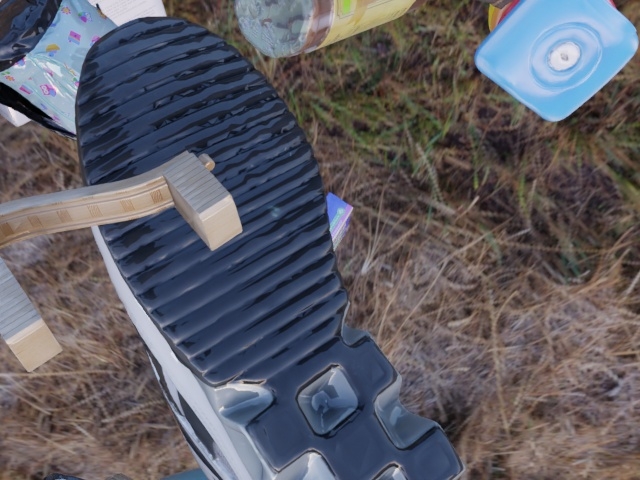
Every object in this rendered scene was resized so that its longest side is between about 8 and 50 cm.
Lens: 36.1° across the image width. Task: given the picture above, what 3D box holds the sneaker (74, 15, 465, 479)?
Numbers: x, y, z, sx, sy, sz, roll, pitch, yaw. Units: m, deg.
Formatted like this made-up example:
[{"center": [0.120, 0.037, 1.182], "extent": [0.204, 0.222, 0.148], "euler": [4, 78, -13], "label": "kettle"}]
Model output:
[{"center": [-0.048, 0.050, 0.523], "extent": [0.122, 0.146, 0.330], "euler": [-25, 92, -29], "label": "sneaker"}]

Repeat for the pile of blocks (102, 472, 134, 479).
[{"center": [-0.172, 0.429, 1.338], "extent": [0.362, 0.149, 0.112], "euler": [12, 100, 6], "label": "pile of blocks"}]

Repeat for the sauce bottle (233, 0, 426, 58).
[{"center": [0.054, -0.291, 1.072], "extent": [0.111, 0.111, 0.344], "euler": [48, 46, 9], "label": "sauce bottle"}]

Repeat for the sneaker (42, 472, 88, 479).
[{"center": [-0.092, 0.237, 0.850], "extent": [0.257, 0.447, 0.169], "euler": [27, 113, 18], "label": "sneaker"}]

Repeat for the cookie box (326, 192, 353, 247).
[{"center": [0.000, 0.000, 1.298], "extent": [0.040, 0.107, 0.092], "euler": [31, 71, 6], "label": "cookie box"}]

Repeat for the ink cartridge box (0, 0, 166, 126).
[{"center": [-0.385, -0.351, 1.470], "extent": [0.296, 0.261, 0.066], "euler": [-35, 47, -24], "label": "ink cartridge box"}]

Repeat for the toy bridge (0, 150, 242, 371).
[{"center": [-0.118, 0.018, 0.364], "extent": [0.188, 0.026, 0.063], "euler": [-34, 56, -16], "label": "toy bridge"}]

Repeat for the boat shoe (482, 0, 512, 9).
[{"center": [0.158, -0.160, 0.423], "extent": [0.130, 0.355, 0.132], "euler": [39, 80, -9], "label": "boat shoe"}]

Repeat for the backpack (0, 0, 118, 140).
[{"center": [-0.274, -0.191, 1.086], "extent": [0.115, 0.182, 0.152], "euler": [-10, 49, 40], "label": "backpack"}]

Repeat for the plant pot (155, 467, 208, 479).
[{"center": [-0.120, 0.380, 1.070], "extent": [0.235, 0.293, 0.293], "euler": [-36, 78, 26], "label": "plant pot"}]

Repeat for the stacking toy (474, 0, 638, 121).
[{"center": [0.285, -0.319, 1.323], "extent": [0.175, 0.302, 0.166], "euler": [30, 119, -28], "label": "stacking toy"}]
